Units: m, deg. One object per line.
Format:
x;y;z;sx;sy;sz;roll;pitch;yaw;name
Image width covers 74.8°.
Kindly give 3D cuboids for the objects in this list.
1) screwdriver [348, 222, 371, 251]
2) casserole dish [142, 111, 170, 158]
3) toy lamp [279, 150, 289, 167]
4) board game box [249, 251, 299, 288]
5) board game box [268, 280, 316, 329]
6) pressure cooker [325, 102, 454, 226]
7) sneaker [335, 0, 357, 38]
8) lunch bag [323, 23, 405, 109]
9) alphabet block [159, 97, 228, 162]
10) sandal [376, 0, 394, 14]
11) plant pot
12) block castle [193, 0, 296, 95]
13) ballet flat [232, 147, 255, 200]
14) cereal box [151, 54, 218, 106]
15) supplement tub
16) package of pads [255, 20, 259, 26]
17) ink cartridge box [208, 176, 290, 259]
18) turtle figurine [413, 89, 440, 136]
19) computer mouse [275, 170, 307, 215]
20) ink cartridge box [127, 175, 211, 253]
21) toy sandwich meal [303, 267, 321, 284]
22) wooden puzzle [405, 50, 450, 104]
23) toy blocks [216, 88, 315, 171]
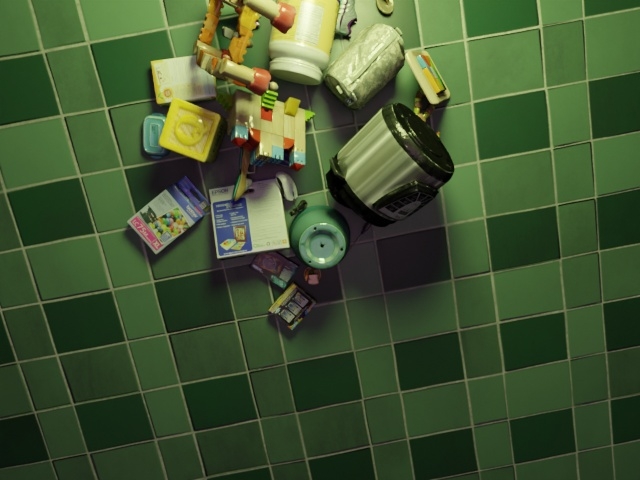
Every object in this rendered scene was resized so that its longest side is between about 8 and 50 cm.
0.173;-0.019;1.842;0.024;0.025;0.170;34;106;-8;screwdriver
-0.677;-0.432;1.722;0.114;0.037;0.188;4;99;-4;casserole dish
-0.229;-0.388;1.728;0.274;0.080;0.080;30;97;-7;toy lamp
-0.203;0.114;1.842;0.186;0.026;0.126;33;97;-8;board game box
-0.123;0.290;1.865;0.141;0.048;0.170;42;96;-6;board game box
0.246;-0.259;1.604;0.370;0.375;0.420;46;122;-7;pressure cooker
0.110;-0.926;1.660;0.098;0.083;0.224;11;103;-28;sneaker
0.167;-0.662;1.605;0.305;0.256;0.212;-44;98;6;lunch bag
-0.492;-0.427;1.649;0.192;0.197;0.193;19;99;-5;alphabet block
0.259;-0.994;1.655;0.072;0.049;0.180;0;100;-2;sandal
0.000;0.000;1.715;0.271;0.255;0.272;0;100;-2;plant pot
-0.267;-0.707;1.474;0.212;0.453;0.303;11;114;-37;block castle
-0.309;-0.271;1.727;0.073;0.080;0.232;10;85;-19;ballet flat
-0.541;-0.641;1.675;0.240;0.047;0.173;-7;91;-1;cereal box
-0.067;-0.785;1.581;0.241;0.241;0.331;11;100;-4;supplement tub
-0.272;-0.890;1.660;0.050;0.032;0.083;-9;100;2;package of pads
-0.299;-0.091;1.767;0.303;0.072;0.307;-9;79;0;ink cartridge box
0.418;-0.492;1.731;0.269;0.087;0.217;25;91;2;turtle figurine
-0.126;-0.206;1.760;0.106;0.042;0.193;-33;100;-39;computer mouse
-0.633;-0.108;1.770;0.311;0.065;0.186;-38;100;3;ink cartridge box
-0.036;0.156;1.854;0.085;0.029;0.086;0;100;-2;toy sandwich meal
0.431;-0.646;1.639;0.044;0.238;0.221;-27;98;37;wooden puzzle
-0.205;-0.404;1.609;0.381;0.190;0.261;8;74;-31;toy blocks
